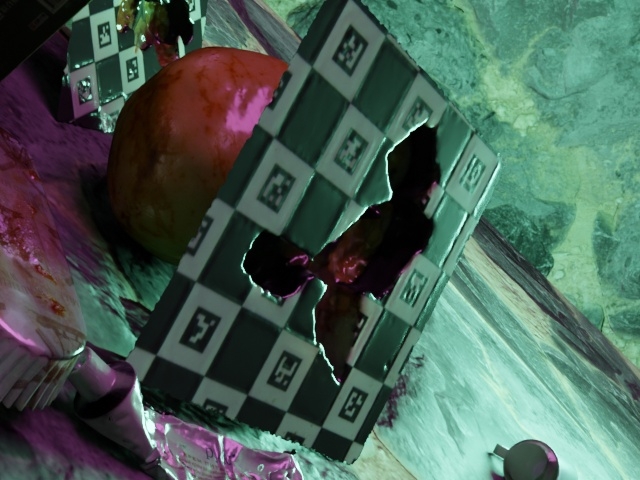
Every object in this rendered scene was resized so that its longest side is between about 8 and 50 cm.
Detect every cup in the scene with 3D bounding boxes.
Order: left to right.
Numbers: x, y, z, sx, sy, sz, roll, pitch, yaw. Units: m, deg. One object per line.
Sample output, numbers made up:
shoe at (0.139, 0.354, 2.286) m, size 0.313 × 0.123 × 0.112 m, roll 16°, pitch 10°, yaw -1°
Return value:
cup at (0.282, 0.302, 1.487) m, size 0.104 × 0.074 × 0.116 m, roll 22°, pitch -5°, yaw 33°

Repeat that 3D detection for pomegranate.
pomegranate at (-0.090, -0.065, 1.078) m, size 0.248 × 0.248 × 0.248 m, roll 43°, pitch 15°, yaw -14°

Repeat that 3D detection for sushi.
sushi at (-0.224, -0.246, 1.293) m, size 0.050 × 0.263 × 0.290 m, roll 7°, pitch -2°, yaw 20°
sushi at (0.000, 0.000, 0.988) m, size 0.064 × 0.343 × 0.359 m, roll 24°, pitch -7°, yaw 37°

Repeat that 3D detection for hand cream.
hand cream at (-0.095, 0.150, 0.832) m, size 0.257 × 0.050 × 0.084 m, roll 39°, pitch 20°, yaw -39°

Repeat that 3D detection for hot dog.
hot dog at (-0.238, 0.002, 0.763) m, size 0.144 × 0.075 × 0.268 m, roll 29°, pitch 26°, yaw -39°

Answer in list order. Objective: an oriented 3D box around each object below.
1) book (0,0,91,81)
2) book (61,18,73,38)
book at (-0.333, -0.264, 0.959) m, size 0.264 × 0.202 × 0.027 m, roll 39°, pitch 39°, yaw -27°
book at (-0.261, -0.226, 1.424) m, size 0.181 × 0.014 × 0.127 m, roll 47°, pitch 14°, yaw 1°
